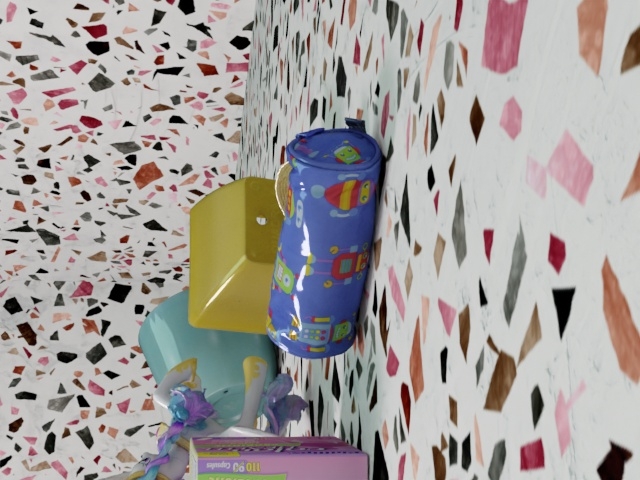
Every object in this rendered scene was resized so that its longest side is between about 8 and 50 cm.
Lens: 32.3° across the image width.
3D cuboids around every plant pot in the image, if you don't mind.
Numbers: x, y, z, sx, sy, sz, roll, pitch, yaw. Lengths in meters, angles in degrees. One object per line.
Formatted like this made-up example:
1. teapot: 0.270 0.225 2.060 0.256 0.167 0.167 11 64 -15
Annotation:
1. plant pot: -0.224 0.272 2.403 0.293 0.293 0.235 101 152 -47
2. plant pot: -0.076 0.013 1.713 0.187 0.212 0.212 132 141 -56

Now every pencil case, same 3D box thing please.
1. pencil case: 0.000 0.000 1.396 0.133 0.119 0.306 40 135 41

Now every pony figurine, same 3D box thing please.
1. pony figurine: -0.148 0.347 1.798 0.363 0.351 0.303 -66 -9 -57

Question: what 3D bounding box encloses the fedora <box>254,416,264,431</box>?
1. fedora: -0.120 0.458 2.287 0.194 0.079 0.194 -172 90 -83

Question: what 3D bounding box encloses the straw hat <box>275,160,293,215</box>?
1. straw hat: 0.014 -0.061 1.487 0.061 0.144 0.144 -40 -28 -40

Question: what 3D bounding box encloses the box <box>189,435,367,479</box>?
1. box: -0.064 0.326 1.456 0.243 0.213 0.117 155 116 -81
